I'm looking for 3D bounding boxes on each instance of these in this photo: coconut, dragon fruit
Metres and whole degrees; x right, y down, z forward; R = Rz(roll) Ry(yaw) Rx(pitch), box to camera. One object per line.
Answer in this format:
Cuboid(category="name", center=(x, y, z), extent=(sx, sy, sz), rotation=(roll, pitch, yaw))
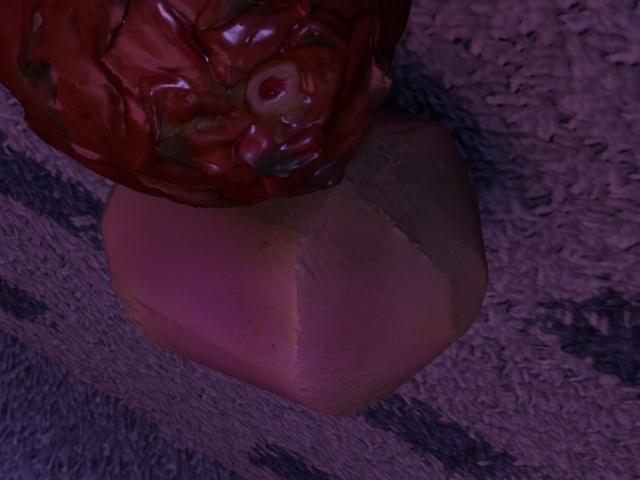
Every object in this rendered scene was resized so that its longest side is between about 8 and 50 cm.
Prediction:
Cuboid(category="coconut", center=(0.000, 0.000, 0.974), extent=(0.245, 0.233, 0.233), rotation=(20, 156, 23))
Cuboid(category="dragon fruit", center=(-0.069, -0.131, 0.754), extent=(0.241, 0.241, 0.252), rotation=(38, 165, -20))
